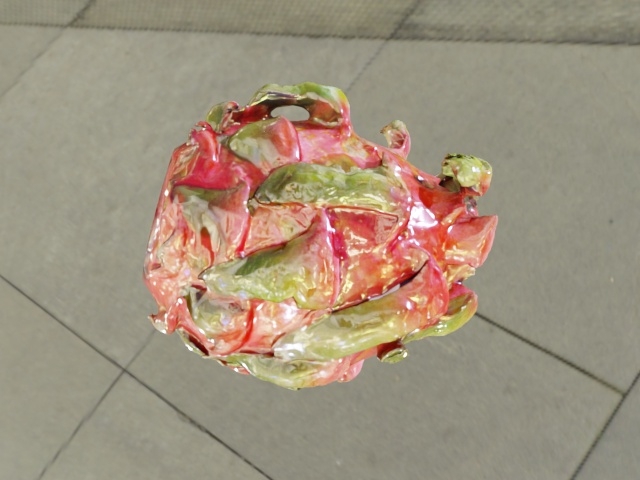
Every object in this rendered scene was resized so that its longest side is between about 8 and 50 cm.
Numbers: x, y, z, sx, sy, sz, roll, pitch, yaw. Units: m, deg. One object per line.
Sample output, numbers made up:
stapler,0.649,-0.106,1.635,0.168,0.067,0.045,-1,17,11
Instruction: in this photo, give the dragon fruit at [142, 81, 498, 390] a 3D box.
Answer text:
dragon fruit,0.000,0.000,0.513,0.172,0.160,0.166,13,32,-4
